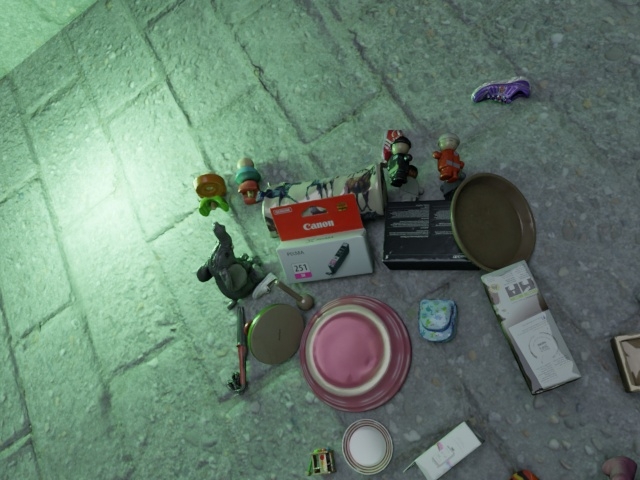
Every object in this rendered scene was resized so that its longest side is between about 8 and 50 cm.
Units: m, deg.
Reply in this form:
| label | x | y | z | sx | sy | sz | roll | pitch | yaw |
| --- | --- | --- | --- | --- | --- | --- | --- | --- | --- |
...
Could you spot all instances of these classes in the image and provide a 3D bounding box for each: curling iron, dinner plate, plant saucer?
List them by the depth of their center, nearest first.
| label | x | y | z | sx | sy | sz | roll | pitch | yaw |
| --- | --- | --- | --- | --- | --- | --- | --- | --- | --- |
| plant saucer | 0.454 | -0.044 | 1.394 | 0.278 | 0.041 | 0.277 | 6 | 75 | -22 |
| dinner plate | 0.128 | 0.558 | 1.420 | 0.141 | 0.017 | 0.141 | -6 | 72 | 20 |
| plant saucer | 0.087 | 0.312 | 1.480 | 0.332 | 0.084 | 0.332 | -7 | 70 | 19 |
| curling iron | -0.257 | 0.339 | 1.631 | 0.068 | 0.035 | 0.273 | -7 | 71 | 19 |

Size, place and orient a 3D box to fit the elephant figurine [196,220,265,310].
| label | x | y | z | sx | sy | sz | roll | pitch | yaw |
| --- | --- | --- | --- | --- | --- | --- | --- | --- | --- |
| elephant figurine | -0.297 | 0.082 | 1.612 | 0.169 | 0.239 | 0.186 | -26 | 64 | 16 |

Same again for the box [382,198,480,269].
| label | x | y | z | sx | sy | sz | roll | pitch | yaw |
| --- | --- | --- | --- | --- | --- | --- | --- | --- | --- |
| box | 0.317 | -0.013 | 1.485 | 0.261 | 0.103 | 0.184 | 0 | 70 | 21 |

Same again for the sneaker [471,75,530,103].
| label | x | y | z | sx | sy | sz | roll | pitch | yaw |
| --- | --- | --- | --- | --- | --- | --- | --- | --- | --- |
| sneaker | 0.537 | -0.438 | 1.559 | 0.170 | 0.068 | 0.071 | -10 | 76 | 18 |

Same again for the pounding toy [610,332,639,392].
| label | x | y | z | sx | sy | sz | roll | pitch | yaw |
| --- | --- | --- | --- | --- | --- | --- | --- | --- | --- |
| pounding toy | 0.794 | 0.312 | 1.197 | 0.181 | 0.094 | 0.206 | -13 | 69 | 18 |

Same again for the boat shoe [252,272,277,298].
| label | x | y | z | sx | sy | sz | roll | pitch | yaw |
| --- | --- | --- | --- | --- | --- | --- | --- | --- | --- |
| boat shoe | -0.175 | 0.151 | 1.662 | 0.035 | 0.035 | 0.100 | 37 | 82 | 30 |

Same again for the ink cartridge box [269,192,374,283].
| label | x | y | z | sx | sy | sz | roll | pitch | yaw |
| --- | --- | --- | --- | --- | --- | --- | --- | --- | --- |
| ink cartridge box | 0.000 | 0.000 | 1.547 | 0.275 | 0.238 | 0.060 | -9 | 27 | 19 |

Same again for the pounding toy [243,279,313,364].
| label | x | y | z | sx | sy | sz | roll | pitch | yaw |
| --- | --- | --- | --- | --- | --- | --- | --- | --- | --- |
| pounding toy | -0.142 | 0.241 | 1.565 | 0.110 | 0.183 | 0.236 | 16 | 78 | 51 |

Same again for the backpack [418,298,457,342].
| label | x | y | z | sx | sy | sz | roll | pitch | yaw |
| --- | --- | --- | --- | --- | --- | --- | --- | --- | --- |
| backpack | 0.315 | 0.217 | 1.421 | 0.105 | 0.084 | 0.114 | 0 | 76 | 24 |

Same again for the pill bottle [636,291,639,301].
| label | x | y | z | sx | sy | sz | roll | pitch | yaw |
| --- | --- | --- | --- | --- | --- | --- | --- | --- | --- |
| pill bottle | 0.854 | 0.163 | 1.215 | 0.108 | 0.108 | 0.193 | -44 | 64 | 3 |

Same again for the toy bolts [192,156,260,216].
| label | x | y | z | sx | sy | sz | roll | pitch | yaw |
| --- | --- | --- | --- | --- | --- | --- | --- | --- | --- |
| toy bolts | -0.318 | -0.211 | 1.756 | 0.229 | 0.218 | 0.158 | -12 | 62 | -2 |

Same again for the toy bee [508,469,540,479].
| label | x | y | z | sx | sy | sz | roll | pitch | yaw |
| --- | --- | --- | --- | --- | --- | --- | --- | --- | --- |
| toy bee | 0.441 | 0.666 | 1.153 | 0.162 | 0.298 | 0.195 | -36 | 94 | 22 |

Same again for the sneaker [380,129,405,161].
| label | x | y | z | sx | sy | sz | roll | pitch | yaw |
| --- | --- | --- | --- | --- | --- | --- | --- | --- | --- |
| sneaker | 0.229 | -0.297 | 1.644 | 0.067 | 0.042 | 0.118 | 0 | 71 | 25 |

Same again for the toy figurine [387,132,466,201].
| label | x | y | z | sx | sy | sz | roll | pitch | yaw |
| --- | --- | --- | --- | --- | --- | --- | --- | --- | --- |
| toy figurine | 0.305 | -0.200 | 1.491 | 0.213 | 0.209 | 0.148 | -4 | 65 | 21 |

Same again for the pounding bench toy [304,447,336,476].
| label | x | y | z | sx | sy | sz | roll | pitch | yaw |
| --- | --- | --- | --- | --- | --- | --- | --- | --- | --- |
| pounding bench toy | -0.007 | 0.608 | 1.437 | 0.083 | 0.052 | 0.065 | -16 | 68 | 16 |

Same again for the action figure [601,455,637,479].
| label | x | y | z | sx | sy | sz | roll | pitch | yaw |
| --- | --- | --- | --- | --- | --- | --- | --- | --- | --- |
| action figure | 0.703 | 0.547 | 1.050 | 0.370 | 0.275 | 0.248 | -3 | 51 | -8 |

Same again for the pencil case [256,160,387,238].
| label | x | y | z | sx | sy | sz | roll | pitch | yaw |
| --- | --- | --- | --- | --- | --- | --- | --- | --- | --- |
| pencil case | 0.017 | -0.127 | 1.607 | 0.411 | 0.160 | 0.183 | -10 | 84 | 18 |

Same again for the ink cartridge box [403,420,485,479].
| label | x | y | z | sx | sy | sz | roll | pitch | yaw |
| --- | --- | --- | --- | --- | --- | --- | --- | --- | --- |
| ink cartridge box | 0.308 | 0.536 | 1.303 | 0.198 | 0.115 | 0.067 | -41 | 64 | 6 |

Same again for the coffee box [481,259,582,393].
| label | x | y | z | sx | sy | sz | roll | pitch | yaw |
| --- | --- | --- | --- | --- | --- | --- | --- | --- | --- |
| coffee box | 0.515 | 0.220 | 1.295 | 0.119 | 0.168 | 0.297 | -24 | 66 | 13 |
